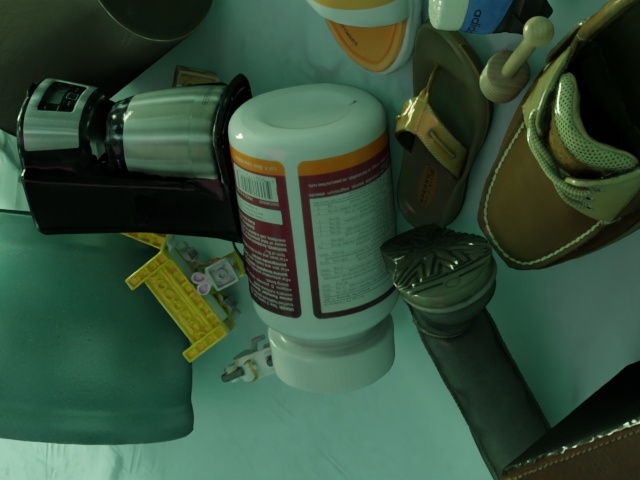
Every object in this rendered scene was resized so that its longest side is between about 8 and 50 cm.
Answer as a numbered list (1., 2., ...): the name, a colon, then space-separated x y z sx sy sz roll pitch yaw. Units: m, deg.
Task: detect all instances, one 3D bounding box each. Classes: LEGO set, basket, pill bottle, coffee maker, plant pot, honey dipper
1. LEGO set: -0.103 -0.013 1.284 0.132 0.107 0.287 -14 99 17
2. basket: -0.205 -0.203 1.214 0.227 0.154 0.204 -14 104 49
3. pill bottle: 0.000 0.000 1.119 0.121 0.121 0.221 21 128 41
4. coffee maker: -0.143 -0.047 1.166 0.178 0.120 0.171 1 105 15
5. plant pot: -0.255 0.071 1.372 0.293 0.293 0.196 8 92 47
6. honey dipper: 0.123 -0.116 0.905 0.030 0.030 0.161 58 177 5

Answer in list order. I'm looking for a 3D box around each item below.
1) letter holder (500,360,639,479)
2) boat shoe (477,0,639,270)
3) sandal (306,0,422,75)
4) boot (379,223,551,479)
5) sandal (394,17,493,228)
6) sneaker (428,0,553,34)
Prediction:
1. letter holder: 0.294 0.155 0.850 0.214 0.152 0.302 57 143 2
2. boat shoe: 0.174 -0.082 0.860 0.122 0.120 0.324 51 142 14
3. sandal: 0.009 -0.235 0.993 0.102 0.076 0.265 24 130 40
4. boot: 0.117 0.097 1.026 0.190 0.076 0.209 -105 -6 -79
5. sandal: 0.078 -0.074 1.038 0.072 0.049 0.180 37 138 30
6. sneaker: 0.118 -0.203 0.910 0.058 0.084 0.152 143 133 -79
